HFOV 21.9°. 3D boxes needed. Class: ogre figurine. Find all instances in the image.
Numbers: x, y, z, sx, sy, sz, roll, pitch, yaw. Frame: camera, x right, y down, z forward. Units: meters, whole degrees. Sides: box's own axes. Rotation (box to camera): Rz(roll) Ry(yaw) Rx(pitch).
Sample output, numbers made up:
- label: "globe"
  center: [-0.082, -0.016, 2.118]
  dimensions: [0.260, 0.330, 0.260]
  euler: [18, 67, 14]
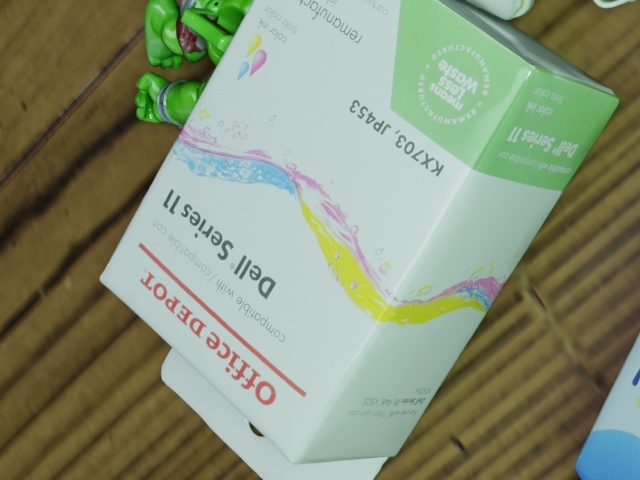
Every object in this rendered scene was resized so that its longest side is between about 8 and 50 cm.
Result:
- label: "ogre figurine"
  center: [-0.065, -0.151, 1.136]
  dimensions: [0.197, 0.097, 0.118]
  euler: [-51, 48, 7]

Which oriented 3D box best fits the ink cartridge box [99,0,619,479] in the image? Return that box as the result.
- label: "ink cartridge box"
  center: [0.000, 0.000, 1.058]
  dimensions: [0.207, 0.119, 0.353]
  euler: [39, 108, 31]

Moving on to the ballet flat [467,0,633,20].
- label: "ballet flat"
  center: [0.138, -0.181, 0.973]
  dimensions: [0.280, 0.095, 0.096]
  euler: [-3, 101, 22]

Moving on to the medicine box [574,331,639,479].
- label: "medicine box"
  center: [0.294, 0.062, 0.767]
  dimensions: [0.289, 0.149, 0.263]
  euler: [-66, 30, 11]
